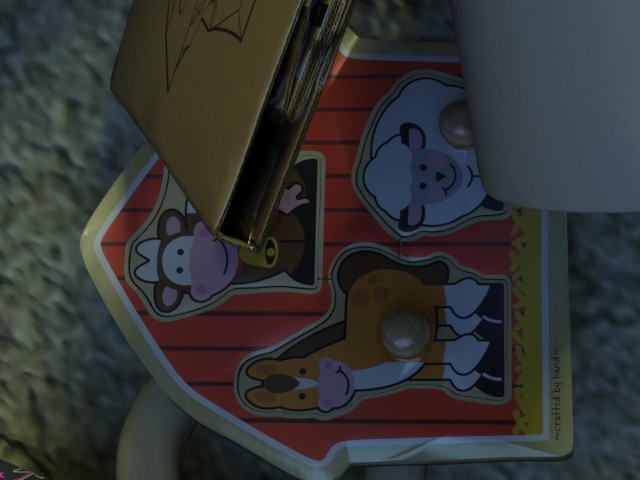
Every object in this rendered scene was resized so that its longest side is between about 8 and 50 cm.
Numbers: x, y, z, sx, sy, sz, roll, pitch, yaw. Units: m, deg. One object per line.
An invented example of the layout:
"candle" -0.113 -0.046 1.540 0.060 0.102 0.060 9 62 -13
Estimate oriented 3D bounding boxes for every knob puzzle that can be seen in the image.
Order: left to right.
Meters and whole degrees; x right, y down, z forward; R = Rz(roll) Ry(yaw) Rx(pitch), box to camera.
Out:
"knob puzzle" 0.000 0.000 0.763 0.213 0.030 0.213 -1 73 5

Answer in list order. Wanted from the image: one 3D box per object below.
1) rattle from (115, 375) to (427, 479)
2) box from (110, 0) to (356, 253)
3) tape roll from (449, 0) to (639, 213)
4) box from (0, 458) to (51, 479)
"rattle" -0.012 0.072 0.827 0.130 0.143 0.199 -15 62 17
"box" -0.028 -0.103 0.710 0.021 0.201 0.164 15 105 -22
"tape roll" 0.159 -0.118 0.651 0.246 0.246 0.169 -10 99 10
"box" -0.214 0.160 0.768 0.247 0.142 0.163 17 104 32
